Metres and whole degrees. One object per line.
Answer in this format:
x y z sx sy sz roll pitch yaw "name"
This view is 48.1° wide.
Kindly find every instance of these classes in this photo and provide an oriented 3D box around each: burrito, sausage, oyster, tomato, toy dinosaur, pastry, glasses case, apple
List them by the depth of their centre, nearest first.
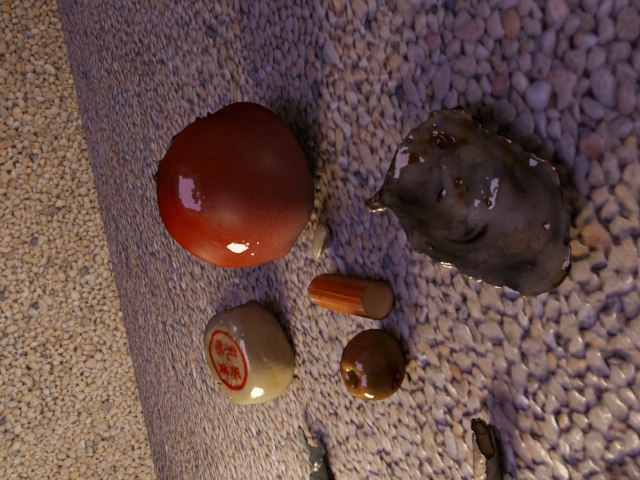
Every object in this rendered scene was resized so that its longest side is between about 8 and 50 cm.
0.194 -0.076 0.973 0.396 0.111 0.204 34 115 51 "oyster"
0.257 0.351 1.109 0.055 0.041 0.149 -148 49 -70 "burrito"
0.090 0.223 1.281 0.126 0.102 0.126 34 132 51 "apple"
0.043 0.100 1.339 0.234 0.071 0.071 4 108 61 "sausage"
-0.159 -0.099 1.389 0.321 0.321 0.322 36 134 49 "tomato"
0.000 0.000 1.417 0.032 0.021 0.083 55 147 33 "glasses case"
0.000 0.570 1.674 0.167 0.053 0.242 17 118 59 "toy dinosaur"
-0.178 0.273 1.726 0.265 0.133 0.265 24 123 44 "pastry"
